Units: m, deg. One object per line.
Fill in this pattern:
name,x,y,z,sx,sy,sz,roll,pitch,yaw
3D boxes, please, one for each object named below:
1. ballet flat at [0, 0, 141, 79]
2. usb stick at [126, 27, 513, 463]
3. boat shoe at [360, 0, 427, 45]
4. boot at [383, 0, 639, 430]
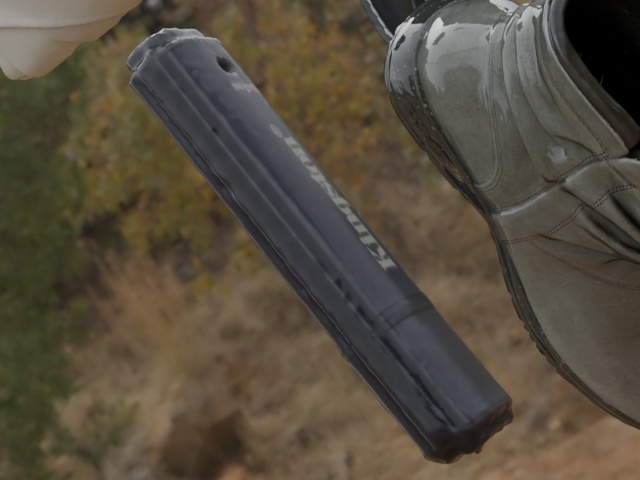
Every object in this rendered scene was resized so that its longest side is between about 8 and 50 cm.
ballet flat,-0.255,-0.171,1.252,0.400,0.139,0.139,-2,13,9
usb stick,0.000,0.000,0.943,0.045,0.278,0.077,-45,-12,27
boat shoe,-0.013,-0.209,0.795,0.091,0.303,0.114,-28,13,-20
boot,0.130,0.001,0.695,0.083,0.246,0.161,-45,20,-12
